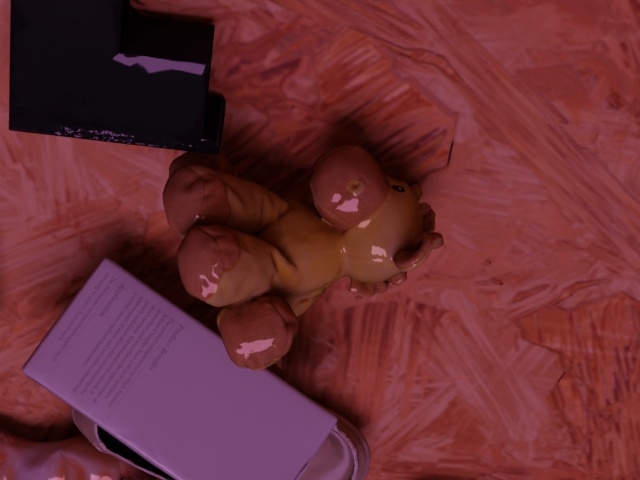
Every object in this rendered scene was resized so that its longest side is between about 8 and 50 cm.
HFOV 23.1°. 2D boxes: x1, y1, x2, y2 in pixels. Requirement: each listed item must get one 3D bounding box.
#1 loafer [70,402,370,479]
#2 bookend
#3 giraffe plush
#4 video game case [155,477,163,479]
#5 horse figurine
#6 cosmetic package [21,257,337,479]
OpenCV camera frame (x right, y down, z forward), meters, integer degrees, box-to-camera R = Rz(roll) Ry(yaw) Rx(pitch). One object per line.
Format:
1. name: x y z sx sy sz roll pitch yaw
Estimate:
1. loafer: -0.088 0.180 1.353 0.268 0.092 0.102 12 104 -6
2. bookend: -0.142 -0.153 1.129 0.156 0.072 0.157 6 127 -3
3. giraffe plush: 0.000 0.000 1.183 0.170 0.181 0.210 -24 140 10
4. video game case: -0.184 0.322 1.518 0.248 0.035 0.275 -15 124 14
5. horse figurine: -0.241 0.234 1.400 0.263 0.066 0.174 1 94 16
6. cosmetic package: -0.114 0.126 1.264 0.231 0.085 0.117 36 80 -1
